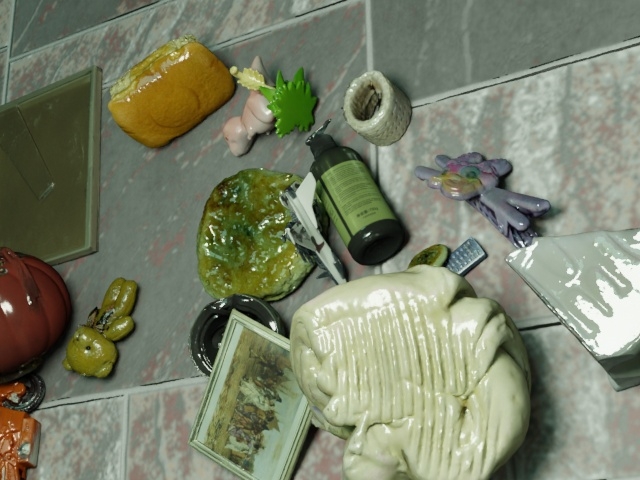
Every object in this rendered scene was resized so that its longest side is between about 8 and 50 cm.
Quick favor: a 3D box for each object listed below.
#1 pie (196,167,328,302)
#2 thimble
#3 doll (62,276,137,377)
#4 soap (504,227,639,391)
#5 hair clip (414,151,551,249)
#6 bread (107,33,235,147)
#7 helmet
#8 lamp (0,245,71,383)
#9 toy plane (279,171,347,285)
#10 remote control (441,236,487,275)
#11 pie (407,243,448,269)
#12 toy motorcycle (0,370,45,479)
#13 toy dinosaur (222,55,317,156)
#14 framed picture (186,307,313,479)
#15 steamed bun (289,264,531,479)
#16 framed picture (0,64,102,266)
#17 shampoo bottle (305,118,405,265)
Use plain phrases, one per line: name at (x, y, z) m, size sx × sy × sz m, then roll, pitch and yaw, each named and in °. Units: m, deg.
pie at (-0.116, -0.007, 1.958) m, size 0.277 × 0.078 × 0.277 m, roll -11°, pitch 69°, yaw 29°
thimble at (0.100, -0.234, 1.897) m, size 0.102 × 0.090 × 0.115 m, roll -23°, pitch 63°, yaw 24°
doll at (-0.431, 0.164, 2.086) m, size 0.137 × 0.097 × 0.209 m, roll 8°, pitch 72°, yaw 40°
soap at (0.450, 0.026, 1.543) m, size 0.302 × 0.159 × 0.258 m, roll -45°, pitch 53°, yaw 9°
hair clip at (0.274, -0.078, 1.733) m, size 0.137 × 0.090 × 0.278 m, roll -32°, pitch 54°, yaw -22°
bread at (-0.299, -0.299, 2.125) m, size 0.245 × 0.174 × 0.121 m, roll -30°, pitch 54°, yaw 11°
helmet at (-0.134, 0.169, 1.883) m, size 0.177 × 0.107 × 0.153 m, roll -25°, pitch 85°, yaw 29°
lamp at (-0.647, 0.147, 2.110) m, size 0.303 × 0.303 × 0.257 m, roll -5°, pitch 112°, yaw 31°
toy plane at (-0.016, -0.002, 1.839) m, size 0.082 × 0.160 × 0.234 m, roll -11°, pitch 108°, yaw 22°
remote control at (0.205, 0.057, 1.762) m, size 0.152 × 0.027 × 0.043 m, roll -41°, pitch 50°, yaw 11°
pie at (0.177, 0.035, 1.773) m, size 0.084 × 0.021 × 0.084 m, roll -36°, pitch 24°, yaw 19°
toy motorcycle at (-0.668, 0.413, 2.118) m, size 0.221 × 0.148 × 0.325 m, roll -4°, pitch 62°, yaw 8°
toy dinosaur at (-0.105, -0.255, 2.027) m, size 0.177 × 0.152 × 0.194 m, roll 10°, pitch 119°, yaw 35°
framed picture at (-0.110, 0.280, 1.808) m, size 0.217 × 0.017 × 0.274 m, roll 25°, pitch 105°, yaw 25°
steamed bun at (0.142, 0.216, 1.617) m, size 0.352 × 0.247 × 0.339 m, roll -14°, pitch 82°, yaw 9°
framed picture at (-0.616, -0.144, 2.358) m, size 0.326 × 0.028 × 0.446 m, roll -15°, pitch 65°, yaw 28°
shampoo bottle at (0.046, -0.090, 1.870) m, size 0.101 × 0.101 × 0.284 m, roll -38°, pitch 56°, yaw 15°
